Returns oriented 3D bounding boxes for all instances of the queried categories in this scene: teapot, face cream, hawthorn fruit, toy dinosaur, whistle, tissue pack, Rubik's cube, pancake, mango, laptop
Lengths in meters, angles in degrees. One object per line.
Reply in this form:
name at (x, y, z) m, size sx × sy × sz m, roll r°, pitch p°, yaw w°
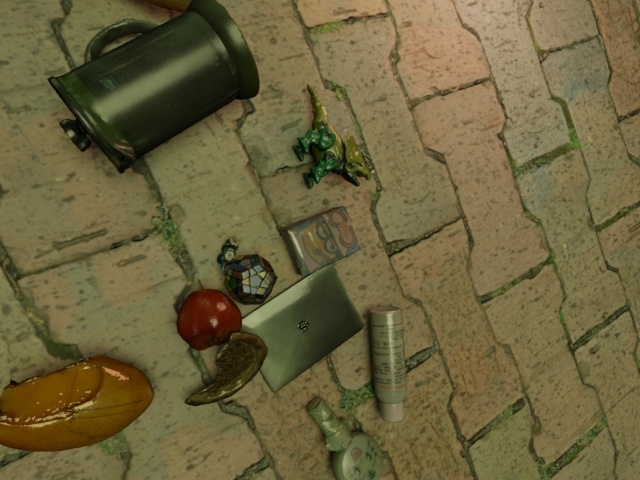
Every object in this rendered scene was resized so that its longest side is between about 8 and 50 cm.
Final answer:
teapot at (-0.320, -0.296, 0.766) m, size 0.337 × 0.200 × 0.270 m, roll -38°, pitch 79°, yaw -16°
face cream at (0.163, 0.296, 0.999) m, size 0.082 × 0.082 × 0.269 m, roll -3°, pitch 91°, yaw -22°
hawthorn fruit at (-0.219, 0.149, 0.826) m, size 0.125 × 0.125 × 0.140 m, roll 15°, pitch 77°, yaw -21°
toy dinosaur at (0.006, -0.226, 0.943) m, size 0.153 × 0.094 × 0.259 m, roll -32°, pitch 93°, yaw -19°
whistle at (0.056, 0.474, 0.965) m, size 0.126 × 0.067 × 0.258 m, roll -40°, pitch 100°, yaw -31°
tissue pack at (0.000, 0.000, 0.946) m, size 0.155 × 0.065 × 0.115 m, roll -23°, pitch 100°, yaw -22°
Rubik's cube at (-0.145, 0.082, 0.871) m, size 0.093 × 0.111 × 0.111 m, roll 25°, pitch 79°, yaw 6°
pancake at (-0.188, 0.257, 0.837) m, size 0.184 × 0.020 × 0.190 m, roll -18°, pitch 131°, yaw -25°
mango at (-0.429, 0.285, 0.739) m, size 0.252 × 0.126 × 0.154 m, roll 2°, pitch 77°, yaw -29°
toy dinosaur at (-0.193, 0.028, 0.877) m, size 0.030 × 0.047 × 0.083 m, roll 25°, pitch 79°, yaw -21°
laptop at (-0.040, 0.195, 0.953) m, size 0.269 × 0.015 × 0.187 m, roll -32°, pitch 101°, yaw -19°

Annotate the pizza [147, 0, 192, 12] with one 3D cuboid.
pizza at (-0.346, -0.621, 0.789) m, size 0.409 × 0.114 × 0.277 m, roll 43°, pitch 76°, yaw -17°
